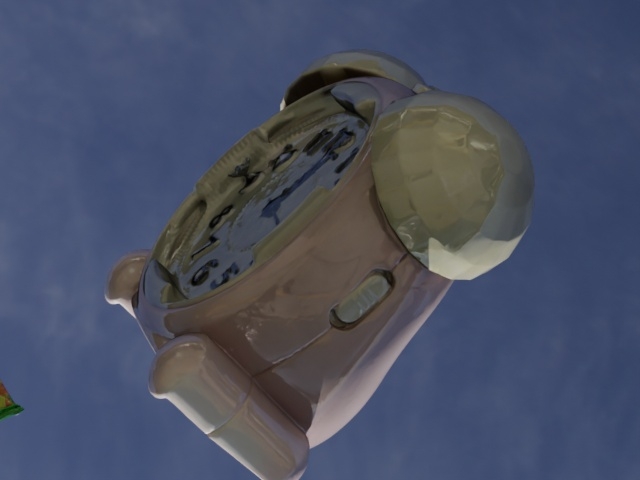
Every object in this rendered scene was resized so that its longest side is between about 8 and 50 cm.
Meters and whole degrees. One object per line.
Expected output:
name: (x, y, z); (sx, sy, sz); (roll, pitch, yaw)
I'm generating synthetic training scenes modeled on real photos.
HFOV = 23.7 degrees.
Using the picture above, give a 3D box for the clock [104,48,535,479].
clock: (0.000, 0.000, 1.232); (0.326, 0.184, 0.342); (-49, -152, 1)

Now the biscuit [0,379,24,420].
biscuit: (-0.312, 0.133, 1.400); (0.046, 0.016, 0.089); (-21, -125, -27)
